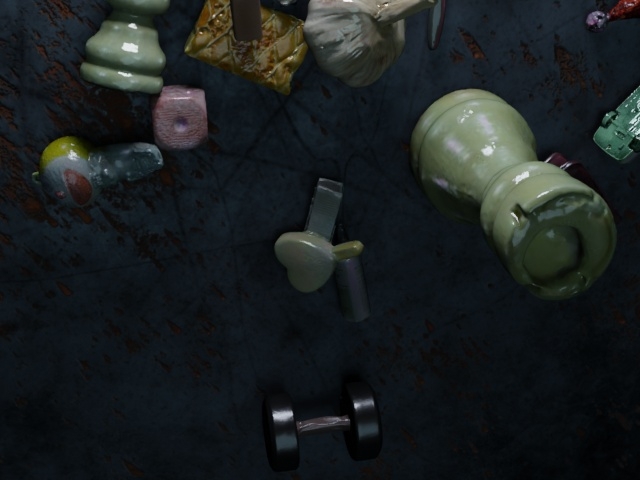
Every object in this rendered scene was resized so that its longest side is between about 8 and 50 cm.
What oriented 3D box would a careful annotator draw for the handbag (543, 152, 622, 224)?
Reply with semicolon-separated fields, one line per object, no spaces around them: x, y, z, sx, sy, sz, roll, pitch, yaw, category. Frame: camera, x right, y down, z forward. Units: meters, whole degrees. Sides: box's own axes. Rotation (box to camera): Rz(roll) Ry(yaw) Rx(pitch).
0.445;-0.039;1.703;0.203;0.074;0.216;-45;123;6;handbag

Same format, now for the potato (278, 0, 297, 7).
-0.100;-0.491;1.378;0.243;0.098;0.138;36;112;-30;potato

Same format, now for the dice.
-0.235;-0.205;1.486;0.094;0.091;0.093;-5;114;-11;dice

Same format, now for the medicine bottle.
0.053;0.056;1.680;0.057;0.057;0.199;-14;116;-6;medicine bottle

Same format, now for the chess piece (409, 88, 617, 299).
0.303;-0.082;1.460;0.234;0.442;0.234;-4;115;-9;chess piece

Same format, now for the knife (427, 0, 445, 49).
0.199;-0.448;1.515;0.035;0.018;0.247;-1;111;-8;knife

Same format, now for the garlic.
0.099;-0.347;1.412;0.199;0.226;0.199;0;90;-48;garlic

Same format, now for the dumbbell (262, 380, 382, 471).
0.001;0.365;1.751;0.218;0.152;0.152;-6;114;-9;dumbbell

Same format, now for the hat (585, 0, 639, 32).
0.582;-0.417;1.573;0.227;0.129;0.140;-22;134;17;hat

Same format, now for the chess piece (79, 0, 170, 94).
-0.292;-0.359;1.394;0.133;0.133;0.243;9;106;-16;chess piece

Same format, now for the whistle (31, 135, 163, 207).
-0.370;-0.114;1.467;0.223;0.123;0.123;-8;115;8;whistle

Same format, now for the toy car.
0.613;-0.239;1.653;0.224;0.090;0.076;-46;141;9;toy car

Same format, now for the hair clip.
0.002;0.002;1.627;0.159;0.071;0.218;21;115;12;hair clip

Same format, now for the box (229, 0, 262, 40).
-0.117;-0.367;1.388;0.048;0.025;0.115;-9;128;-7;box

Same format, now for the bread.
-0.115;-0.332;1.468;0.188;0.068;0.125;20;108;-19;bread
